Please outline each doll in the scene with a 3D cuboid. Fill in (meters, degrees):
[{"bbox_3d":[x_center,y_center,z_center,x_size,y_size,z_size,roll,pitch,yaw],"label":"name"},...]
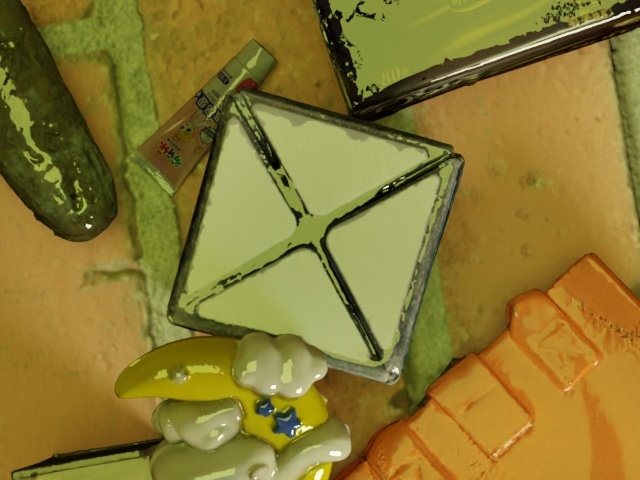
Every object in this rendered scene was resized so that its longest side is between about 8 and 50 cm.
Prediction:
[{"bbox_3d":[-0.093,0.206,1.688,0.252,0.111,0.237,-11,113,-9],"label":"doll"}]

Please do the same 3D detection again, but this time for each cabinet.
[{"bbox_3d":[-0.224,0.311,1.846,0.148,0.215,0.175,-9,86,1],"label":"cabinet"}]

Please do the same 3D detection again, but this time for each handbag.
[{"bbox_3d":[0.233,0.248,1.877,0.410,0.116,0.303,-42,83,0],"label":"handbag"}]

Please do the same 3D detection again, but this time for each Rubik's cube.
[{"bbox_3d":[0.000,0.000,1.824,0.254,0.259,0.260,15,90,2],"label":"Rubik's cube"}]

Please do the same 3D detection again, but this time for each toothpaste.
[{"bbox_3d":[-0.128,-0.143,1.945,0.067,0.043,0.194,43,96,2],"label":"toothpaste"}]

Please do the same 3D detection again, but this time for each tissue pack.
[{"bbox_3d":[0.163,-0.275,1.854,0.370,0.198,0.210,-20,91,3],"label":"tissue pack"}]

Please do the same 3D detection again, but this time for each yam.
[{"bbox_3d":[-0.333,-0.146,1.908,0.133,0.133,0.330,-31,89,1],"label":"yam"}]
